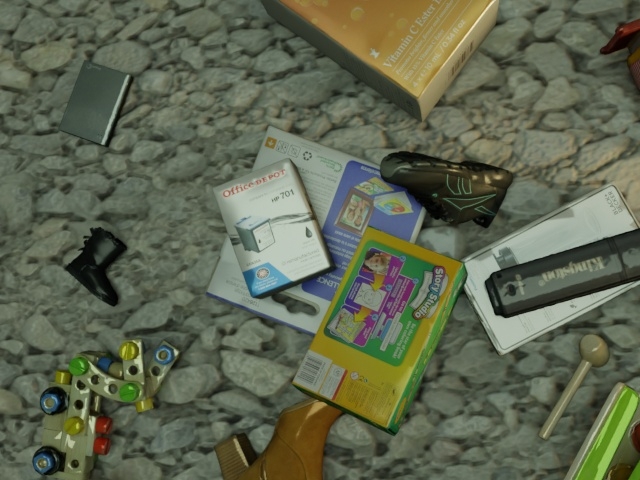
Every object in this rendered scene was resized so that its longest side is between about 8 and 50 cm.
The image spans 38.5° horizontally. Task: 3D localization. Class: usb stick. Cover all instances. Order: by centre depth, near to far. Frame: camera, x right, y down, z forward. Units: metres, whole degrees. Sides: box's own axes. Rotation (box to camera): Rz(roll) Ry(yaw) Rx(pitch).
[{"bbox_3d":[0.393,0.048,1.397,0.278,0.045,0.077,-17,84,6],"label":"usb stick"}]

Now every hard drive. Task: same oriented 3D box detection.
[{"bbox_3d":[-0.401,-0.245,1.635,0.094,0.022,0.135,19,88,9],"label":"hard drive"}]

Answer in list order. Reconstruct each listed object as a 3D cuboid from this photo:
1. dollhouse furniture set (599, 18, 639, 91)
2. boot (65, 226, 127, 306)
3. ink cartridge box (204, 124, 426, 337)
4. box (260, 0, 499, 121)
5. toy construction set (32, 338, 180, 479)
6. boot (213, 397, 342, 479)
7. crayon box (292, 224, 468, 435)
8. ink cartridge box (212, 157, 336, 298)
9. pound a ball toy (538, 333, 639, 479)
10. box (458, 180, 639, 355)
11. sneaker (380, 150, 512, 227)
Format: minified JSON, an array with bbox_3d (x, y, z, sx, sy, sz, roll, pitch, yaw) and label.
[{"bbox_3d":[0.555,-0.281,1.331,0.152,0.374,0.201,-22,81,1],"label":"dollhouse furniture set"},{"bbox_3d":[-0.376,0.043,1.597,0.121,0.045,0.099,39,88,10],"label":"boot"},{"bbox_3d":[0.000,0.000,1.537,0.303,0.072,0.307,21,90,8],"label":"ink cartridge box"},{"bbox_3d":[0.090,-0.391,1.506,0.345,0.168,0.215,37,91,10],"label":"box"},{"bbox_3d":[-0.364,0.317,1.526,0.215,0.151,0.327,7,75,8],"label":"toy construction set"},{"bbox_3d":[-0.019,0.374,1.484,0.295,0.104,0.211,-30,78,14],"label":"boot"},{"bbox_3d":[0.095,0.135,1.404,0.165,0.081,0.278,22,78,20],"label":"crayon box"},{"bbox_3d":[-0.075,-0.018,1.475,0.139,0.082,0.190,-22,83,5],"label":"ink cartridge box"},{"bbox_3d":[0.444,0.334,1.428,0.208,0.136,0.319,27,89,35],"label":"pound a ball toy"},{"bbox_3d":[0.374,0.047,1.468,0.290,0.087,0.169,-29,82,4],"label":"box"},{"bbox_3d":[0.200,-0.077,1.441,0.101,0.267,0.106,28,108,51],"label":"sneaker"}]
